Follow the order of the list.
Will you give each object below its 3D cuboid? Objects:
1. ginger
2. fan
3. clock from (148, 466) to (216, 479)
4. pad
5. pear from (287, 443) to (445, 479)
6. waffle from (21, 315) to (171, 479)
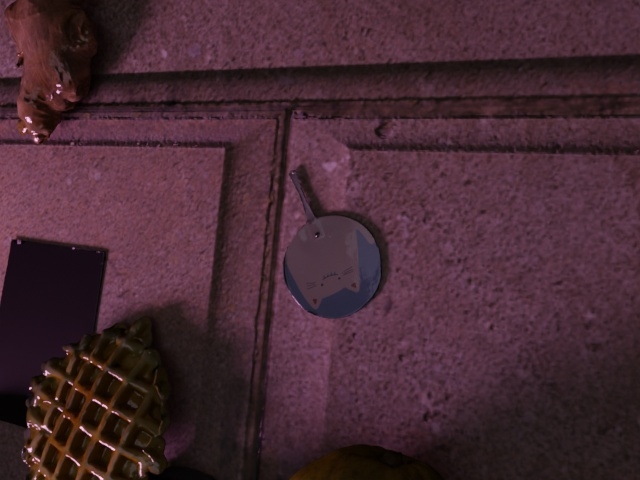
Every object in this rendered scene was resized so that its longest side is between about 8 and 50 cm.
[{"bbox_3d":[-0.344,-0.238,0.753,0.137,0.074,0.213,-11,77,28],"label":"ginger"},{"bbox_3d":[0.000,0.000,0.639,0.113,0.005,0.175,-26,77,16],"label":"fan"},{"bbox_3d":[-0.167,0.371,0.645,0.226,0.049,0.226,-2,84,20],"label":"clock"},{"bbox_3d":[-0.363,0.125,0.762,0.164,0.004,0.243,7,88,21],"label":"pad"},{"bbox_3d":[0.025,0.309,0.497,0.212,0.212,0.269,17,93,21],"label":"pear"},{"bbox_3d":[-0.263,0.208,0.676,0.214,0.054,0.208,-25,65,14],"label":"waffle"}]
